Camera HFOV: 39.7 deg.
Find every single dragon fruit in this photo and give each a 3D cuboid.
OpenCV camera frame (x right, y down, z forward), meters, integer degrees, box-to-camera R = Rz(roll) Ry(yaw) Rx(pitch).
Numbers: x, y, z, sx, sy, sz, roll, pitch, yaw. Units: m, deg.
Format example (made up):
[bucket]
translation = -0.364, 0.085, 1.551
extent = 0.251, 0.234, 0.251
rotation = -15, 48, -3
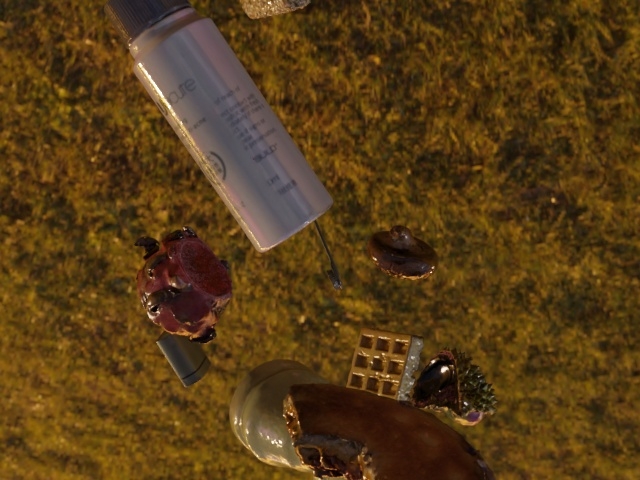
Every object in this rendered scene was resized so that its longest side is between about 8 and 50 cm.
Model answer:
[dragon fruit]
translation = -0.291, 0.083, 1.909
extent = 0.147, 0.282, 0.211
rotation = -39, 169, 37

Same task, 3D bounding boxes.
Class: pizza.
[pizza]
translation = 0.067, 0.249, 1.043
extent = 0.305, 0.161, 0.085
rotation = 21, 121, 36

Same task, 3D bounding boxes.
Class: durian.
[durian]
translation = 0.240, 0.247, 1.485
extent = 0.108, 0.119, 0.186
rotation = 21, 166, -17

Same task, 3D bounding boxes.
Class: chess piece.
[chess piece]
translation = 0.008, 0.417, 1.800
extent = 0.234, 0.234, 0.442
rotation = 35, 174, -34

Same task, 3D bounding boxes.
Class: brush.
[brush]
translation = 0.000, 0.000, 2.131
extent = 0.027, 0.266, 0.062
rotation = -22, 159, 2

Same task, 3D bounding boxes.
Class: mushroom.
[mushroom]
translation = 0.140, 0.024, 1.517
extent = 0.126, 0.085, 0.109
rotation = 27, 176, 27

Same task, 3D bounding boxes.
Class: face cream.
[face cream]
translation = -0.108, -0.138, 0.831
extent = 0.092, 0.092, 0.311
rotation = -30, 97, 32

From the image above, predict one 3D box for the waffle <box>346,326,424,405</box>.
[waffle]
translation = 0.158, 0.354, 2.324
extent = 0.055, 0.248, 0.221
rotation = 22, 168, -34

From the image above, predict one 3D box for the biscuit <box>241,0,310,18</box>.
[biscuit]
translation = -0.092, -0.468, 1.677
extent = 0.168, 0.070, 0.082
rotation = 8, 117, 51

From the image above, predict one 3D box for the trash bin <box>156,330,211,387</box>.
[trash bin]
translation = -0.321, 0.265, 2.084
extent = 0.059, 0.116, 0.130
rotation = -30, 99, 10
